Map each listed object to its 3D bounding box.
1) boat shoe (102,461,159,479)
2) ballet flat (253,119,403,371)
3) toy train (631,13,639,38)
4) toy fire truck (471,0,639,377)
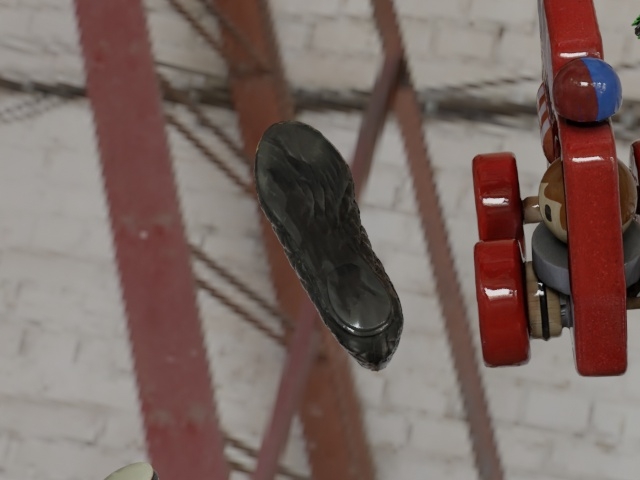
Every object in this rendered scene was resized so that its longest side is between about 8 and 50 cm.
[{"bbox_3d":[-0.190,0.246,1.554,0.043,0.137,0.049,45,10,-26],"label":"boat shoe"},{"bbox_3d":[0.000,0.000,1.011,0.057,0.173,0.049,-14,-36,-11],"label":"ballet flat"},{"bbox_3d":[0.270,-0.182,1.408,0.023,0.017,0.083,-20,-12,-15],"label":"toy train"},{"bbox_3d":[0.196,-0.054,1.360,0.169,0.302,0.254,-5,-56,7],"label":"toy fire truck"}]
